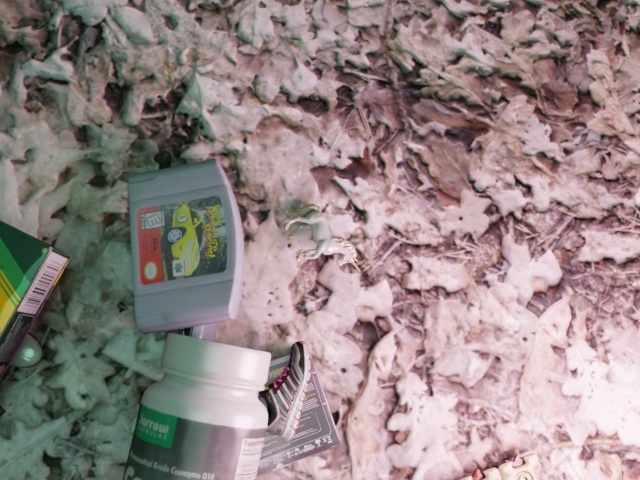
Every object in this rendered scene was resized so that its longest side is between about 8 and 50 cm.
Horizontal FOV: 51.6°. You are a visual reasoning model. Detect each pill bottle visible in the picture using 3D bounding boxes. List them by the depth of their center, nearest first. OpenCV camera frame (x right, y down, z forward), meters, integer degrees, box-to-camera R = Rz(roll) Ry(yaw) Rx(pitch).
[{"bbox_3d":[-0.197,0.339,1.039,0.204,0.204,0.362,12,80,-5],"label":"pill bottle"}]

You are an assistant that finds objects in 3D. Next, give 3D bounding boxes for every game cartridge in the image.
[{"bbox_3d":[-0.234,0.004,1.166,0.195,0.060,0.295,-9,74,4],"label":"game cartridge"}]

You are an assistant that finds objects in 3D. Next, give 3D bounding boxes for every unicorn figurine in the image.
[{"bbox_3d":[0.000,0.000,1.247,0.111,0.060,0.162,-21,84,-9],"label":"unicorn figurine"}]

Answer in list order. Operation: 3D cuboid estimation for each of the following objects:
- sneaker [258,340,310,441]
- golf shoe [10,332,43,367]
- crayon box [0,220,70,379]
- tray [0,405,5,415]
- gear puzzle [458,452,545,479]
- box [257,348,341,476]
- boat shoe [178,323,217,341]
[{"bbox_3d":[-0.065,0.253,1.137,0.074,0.063,0.171,14,84,-10],"label":"sneaker"},{"bbox_3d":[-0.569,0.164,1.140,0.186,0.086,0.068,29,77,-3],"label":"golf shoe"},{"bbox_3d":[-0.636,0.108,1.046,0.312,0.106,0.363,26,79,2],"label":"crayon box"},{"bbox_3d":[-0.760,0.215,1.115,0.203,0.076,0.411,-43,89,-11],"label":"tray"},{"bbox_3d":[0.261,0.517,1.207,0.338,0.044,0.176,-17,85,-6],"label":"gear puzzle"},{"bbox_3d":[-0.101,0.315,1.185,0.230,0.056,0.183,-19,82,-9],"label":"box"},{"bbox_3d":[-0.233,0.126,1.194,0.076,0.080,0.229,2,83,11],"label":"boat shoe"}]
